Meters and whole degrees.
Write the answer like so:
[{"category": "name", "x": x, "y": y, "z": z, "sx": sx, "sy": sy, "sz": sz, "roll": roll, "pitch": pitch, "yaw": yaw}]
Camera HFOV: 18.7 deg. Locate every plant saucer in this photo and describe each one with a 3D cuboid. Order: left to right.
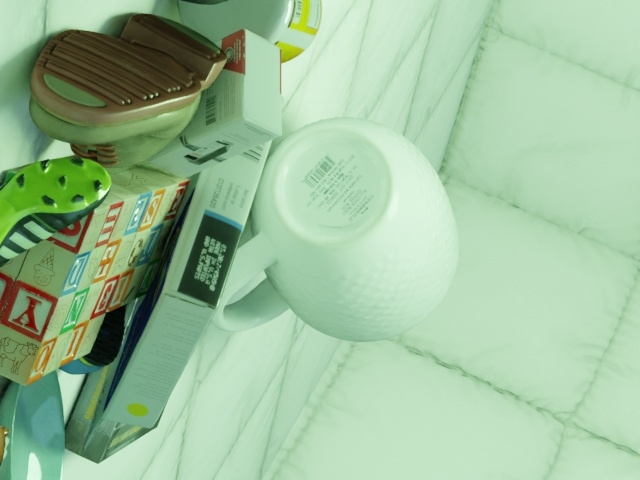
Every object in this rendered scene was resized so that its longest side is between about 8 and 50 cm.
[{"category": "plant saucer", "x": -0.299, "y": 0.210, "z": 1.955, "sx": 0.195, "sy": 0.037, "sz": 0.195, "roll": 1, "pitch": 90, "yaw": -83}]

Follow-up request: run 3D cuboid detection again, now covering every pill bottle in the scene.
[{"category": "pill bottle", "x": -0.065, "y": -0.239, "z": 1.989, "sx": 0.117, "sy": 0.117, "sz": 0.215, "roll": -66, "pitch": 171, "yaw": 6}]

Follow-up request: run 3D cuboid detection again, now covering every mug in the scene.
[{"category": "mug", "x": 0.000, "y": 0.000, "z": 2.659, "sx": 0.374, "sy": 0.276, "sz": 0.328, "roll": -34, "pitch": 163, "yaw": -1}]

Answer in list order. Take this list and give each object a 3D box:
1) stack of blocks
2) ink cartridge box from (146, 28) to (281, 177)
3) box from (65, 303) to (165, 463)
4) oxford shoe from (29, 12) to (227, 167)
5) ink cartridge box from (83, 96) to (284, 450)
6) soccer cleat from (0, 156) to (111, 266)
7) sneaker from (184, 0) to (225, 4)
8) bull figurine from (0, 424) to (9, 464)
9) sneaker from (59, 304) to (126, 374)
[{"category": "stack of blocks", "x": -0.229, "y": 0.016, "z": 1.812, "sx": 0.171, "sy": 0.087, "sz": 0.297, "roll": -67, "pitch": 171, "yaw": 12}, {"category": "ink cartridge box", "x": -0.103, "y": -0.130, "z": 1.876, "sx": 0.056, "sy": 0.135, "sz": 0.099, "roll": 23, "pitch": 57, "yaw": -42}, {"category": "box", "x": -0.220, "y": 0.155, "z": 2.335, "sx": 0.183, "sy": 0.056, "sz": 0.231, "roll": -66, "pitch": 171, "yaw": 10}, {"category": "oxford shoe", "x": -0.174, "y": -0.110, "z": 1.705, "sx": 0.130, "sy": 0.123, "sz": 0.348, "roll": -62, "pitch": 171, "yaw": 17}, {"category": "ink cartridge box", "x": -0.144, "y": 0.036, "z": 2.039, "sx": 0.307, "sy": 0.072, "sz": 0.304, "roll": 119, "pitch": -11, "yaw": -49}, {"category": "soccer cleat", "x": -0.253, "y": -0.015, "z": 1.612, "sx": 0.179, "sy": 0.060, "sz": 0.072, "roll": -30, "pitch": 164, "yaw": -34}, {"category": "sneaker", "x": -0.075, "y": -0.318, "z": 1.806, "sx": 0.296, "sy": 0.104, "sz": 0.147, "roll": -45, "pitch": 160, "yaw": -50}, {"category": "bull figurine", "x": -0.360, "y": 0.256, "z": 1.586, "sx": 0.310, "sy": 0.101, "sz": 0.188, "roll": -51, "pitch": -176, "yaw": -6}, {"category": "sneaker", "x": -0.227, "y": 0.041, "z": 2.019, "sx": 0.082, "sy": 0.069, "sz": 0.209, "roll": -15, "pitch": -129, "yaw": 53}]
